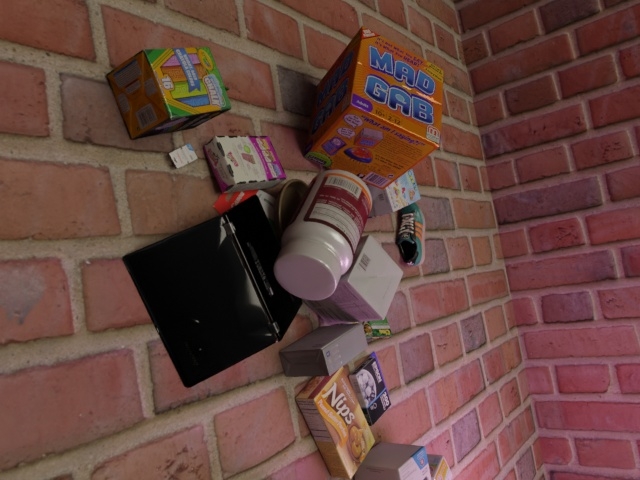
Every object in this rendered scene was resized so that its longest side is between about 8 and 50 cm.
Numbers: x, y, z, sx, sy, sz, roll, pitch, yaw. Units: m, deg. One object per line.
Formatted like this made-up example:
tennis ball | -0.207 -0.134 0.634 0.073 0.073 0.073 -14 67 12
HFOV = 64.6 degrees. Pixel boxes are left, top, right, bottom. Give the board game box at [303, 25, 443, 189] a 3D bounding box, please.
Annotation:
board game box | 0.195 -0.466 1.860 0.356 0.356 0.356 20 62 -21

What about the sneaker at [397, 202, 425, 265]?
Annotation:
sneaker | 0.407 -0.035 2.293 0.121 0.108 0.302 5 77 -55

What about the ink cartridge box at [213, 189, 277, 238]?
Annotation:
ink cartridge box | -0.208 -0.090 1.581 0.224 0.056 0.181 53 43 -30

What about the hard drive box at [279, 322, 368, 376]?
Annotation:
hard drive box | 0.014 0.348 1.626 0.232 0.181 0.089 -21 96 -51

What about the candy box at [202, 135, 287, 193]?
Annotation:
candy box | -0.228 -0.238 1.560 0.233 0.071 0.159 -14 78 -53

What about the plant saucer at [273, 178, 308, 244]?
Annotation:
plant saucer | -0.077 -0.064 1.675 0.278 0.041 0.278 23 63 -60

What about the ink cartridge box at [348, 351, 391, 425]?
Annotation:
ink cartridge box | 0.201 0.554 1.913 0.208 0.045 0.206 -27 100 -53

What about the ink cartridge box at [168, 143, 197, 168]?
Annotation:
ink cartridge box | -0.389 -0.232 1.412 0.083 0.028 0.048 -44 114 -48

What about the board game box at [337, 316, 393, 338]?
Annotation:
board game box | 0.158 0.301 1.886 0.260 0.030 0.136 10 52 -42

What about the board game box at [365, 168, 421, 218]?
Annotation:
board game box | 0.294 -0.201 2.171 0.275 0.142 0.144 -25 99 -51

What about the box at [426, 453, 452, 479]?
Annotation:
box | 0.372 0.877 1.902 0.114 0.203 0.103 -43 113 -48

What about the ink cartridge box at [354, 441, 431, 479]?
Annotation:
ink cartridge box | 0.263 0.880 1.768 0.198 0.197 0.270 -8 86 -52

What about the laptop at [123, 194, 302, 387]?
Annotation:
laptop | -0.267 0.120 1.425 0.408 0.236 0.382 -54 124 -69

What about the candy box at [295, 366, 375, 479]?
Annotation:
candy box | 0.055 0.597 1.679 0.183 0.087 0.316 -38 109 -50

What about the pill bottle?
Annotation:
pill bottle | 0.012 -0.022 1.553 0.224 0.224 0.392 54 39 -27

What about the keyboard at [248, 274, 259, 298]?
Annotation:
keyboard | -0.219 0.189 1.509 0.108 0.023 0.180 23 62 -46

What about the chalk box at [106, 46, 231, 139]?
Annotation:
chalk box | -0.375 -0.401 1.359 0.289 0.180 0.179 -32 105 -52

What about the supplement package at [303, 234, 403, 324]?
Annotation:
supplement package | 0.092 0.137 1.689 0.198 0.263 0.199 47 52 -24
